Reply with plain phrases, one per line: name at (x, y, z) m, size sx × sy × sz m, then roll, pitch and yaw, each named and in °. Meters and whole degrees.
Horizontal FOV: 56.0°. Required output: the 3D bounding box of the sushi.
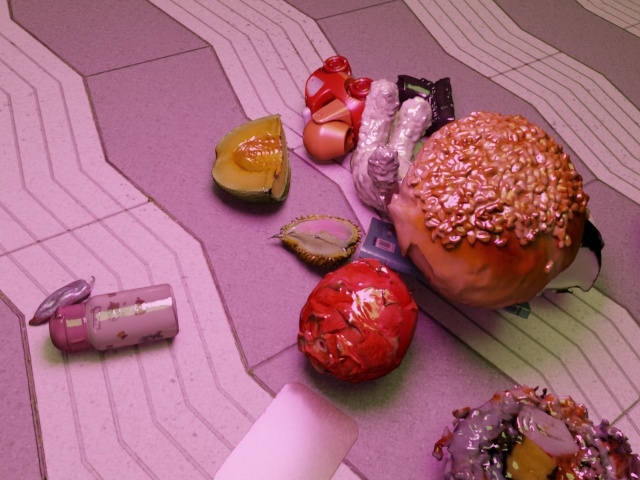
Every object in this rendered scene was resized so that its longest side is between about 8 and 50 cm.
sushi at (0.391, 0.443, 1.063) m, size 0.418 × 0.175 × 0.417 m, roll 6°, pitch 51°, yaw -7°

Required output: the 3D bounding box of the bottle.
bottle at (-0.400, 0.155, 1.170) m, size 0.233 × 0.110 × 0.109 m, roll -10°, pitch 54°, yaw -19°

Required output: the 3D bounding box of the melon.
melon at (-0.169, -0.173, 1.488) m, size 0.169 × 0.129 × 0.265 m, roll -5°, pitch 53°, yaw 12°

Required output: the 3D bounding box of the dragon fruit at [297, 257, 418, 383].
dragon fruit at (0.073, 0.160, 1.197) m, size 0.241 × 0.240 × 0.252 m, roll 17°, pitch 29°, yaw 1°

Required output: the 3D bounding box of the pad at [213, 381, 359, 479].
pad at (-0.059, 0.397, 1.116) m, size 0.176 × 0.002 × 0.266 m, roll 32°, pitch 52°, yaw 14°

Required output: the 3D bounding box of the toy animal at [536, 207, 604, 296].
toy animal at (0.555, 0.005, 1.439) m, size 0.213 × 0.212 × 0.266 m, roll 20°, pitch 28°, yaw 4°

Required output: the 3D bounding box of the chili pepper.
chili pepper at (-0.520, 0.118, 1.219) m, size 0.153 × 0.041 × 0.050 m, roll -34°, pitch 23°, yaw -32°

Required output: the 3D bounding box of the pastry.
pastry at (0.336, -0.068, 1.182) m, size 0.410 × 0.245 × 0.409 m, roll 5°, pitch 68°, yaw -13°

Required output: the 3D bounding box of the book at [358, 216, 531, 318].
book at (0.279, 0.052, 1.370) m, size 0.380 × 0.031 × 0.264 m, roll 21°, pitch 20°, yaw 4°

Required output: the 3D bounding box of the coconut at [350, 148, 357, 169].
coconut at (0.116, -0.210, 1.596) m, size 0.082 × 0.083 × 0.081 m, roll -22°, pitch 96°, yaw -15°

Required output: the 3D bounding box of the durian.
durian at (0.003, 0.006, 1.386) m, size 0.221 × 0.095 × 0.137 m, roll 18°, pitch 36°, yaw 32°

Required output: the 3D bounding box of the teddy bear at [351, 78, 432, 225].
teddy bear at (0.251, -0.164, 1.411) m, size 0.328 × 0.375 × 0.362 m, roll 17°, pitch 4°, yaw -38°

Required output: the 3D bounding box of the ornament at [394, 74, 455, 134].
ornament at (0.251, -0.399, 1.774) m, size 0.261 × 0.106 × 0.251 m, roll 4°, pitch 49°, yaw -2°

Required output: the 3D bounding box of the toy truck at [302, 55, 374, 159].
toy truck at (0.026, -0.339, 1.619) m, size 0.239 × 0.189 × 0.265 m, roll -32°, pitch 55°, yaw -15°
